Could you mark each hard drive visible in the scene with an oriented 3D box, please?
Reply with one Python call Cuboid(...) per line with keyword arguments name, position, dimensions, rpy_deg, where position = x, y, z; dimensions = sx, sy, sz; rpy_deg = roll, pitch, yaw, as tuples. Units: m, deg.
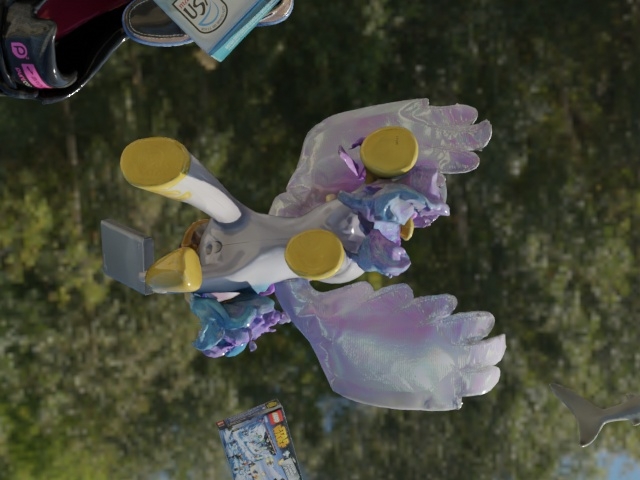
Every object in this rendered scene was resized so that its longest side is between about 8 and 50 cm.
Cuboid(name="hard drive", position=(-0.311, 0.025, 2.100), dimensions=(0.022, 0.094, 0.135), rpy_deg=(-13, -159, -35))

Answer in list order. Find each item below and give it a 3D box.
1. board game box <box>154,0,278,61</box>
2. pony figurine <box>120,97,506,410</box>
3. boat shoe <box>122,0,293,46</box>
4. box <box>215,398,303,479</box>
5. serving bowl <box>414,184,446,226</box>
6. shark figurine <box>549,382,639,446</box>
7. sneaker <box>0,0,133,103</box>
Cuboid(name="board game box", position=(-0.130, -0.378, 1.227), dimensions=(0.254, 0.336, 0.079), rpy_deg=(-45, 177, 6))
Cuboid(name="pony figurine", position=(0.000, 0.000, 1.156), dimensions=(0.351, 0.302, 0.363), rpy_deg=(-4, 169, -3))
Cuboid(name="boat shoe", position=(-0.120, -0.248, 1.369), dimensions=(0.183, 0.066, 0.066), rpy_deg=(-12, -177, -1))
Cuboid(name="box", position=(-0.084, 0.297, 1.814), dimensions=(0.094, 0.137, 0.027), rpy_deg=(-19, -154, -12))
Cuboid(name="serving bowl", position=(0.107, -0.057, 1.551), dimensions=(0.083, 0.083, 0.027), rpy_deg=(-5, 180, -17))
Cuboid(name="shark figurine", position=(0.462, 0.196, 1.743), dimensions=(0.166, 0.116, 0.278), rpy_deg=(-11, 179, -44))
Cuboid(name="sneaker", position=(-0.379, -0.247, 1.511), dimensions=(0.483, 0.185, 0.202), rpy_deg=(-28, -134, 1))
